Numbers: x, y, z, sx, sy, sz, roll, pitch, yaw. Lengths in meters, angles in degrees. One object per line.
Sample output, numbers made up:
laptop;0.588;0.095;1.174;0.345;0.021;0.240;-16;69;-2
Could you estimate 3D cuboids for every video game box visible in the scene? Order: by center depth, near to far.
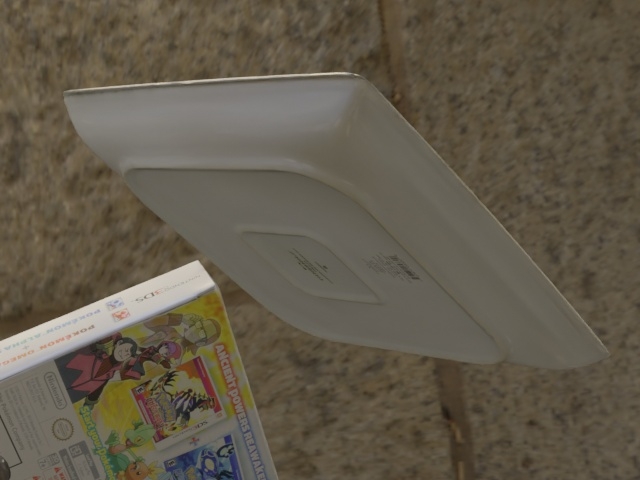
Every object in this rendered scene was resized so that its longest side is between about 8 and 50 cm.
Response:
video game box;-0.130;0.135;0.783;0.187;0.048;0.205;-21;124;-11

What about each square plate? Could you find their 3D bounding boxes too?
square plate;0.000;0.000;0.953;0.347;0.344;0.049;43;65;-36

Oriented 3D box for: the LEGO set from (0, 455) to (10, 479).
LEGO set;-0.229;0.189;0.493;0.107;0.287;0.132;-5;105;23
